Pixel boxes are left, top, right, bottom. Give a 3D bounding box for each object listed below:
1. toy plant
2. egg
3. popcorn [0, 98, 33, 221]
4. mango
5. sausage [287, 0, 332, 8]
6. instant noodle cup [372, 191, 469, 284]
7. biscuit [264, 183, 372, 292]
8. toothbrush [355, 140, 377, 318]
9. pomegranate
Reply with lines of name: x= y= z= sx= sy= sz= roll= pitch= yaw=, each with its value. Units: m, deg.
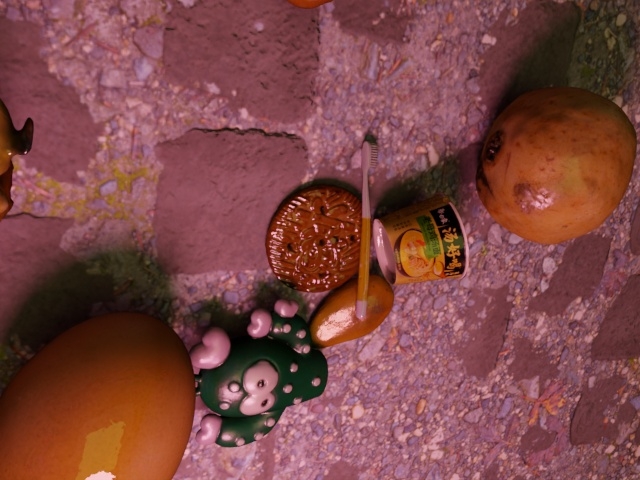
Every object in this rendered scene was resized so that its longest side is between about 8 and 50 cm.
toy plant: x=-0.105 y=0.218 z=0.939 sx=0.243 sy=0.112 sz=0.233 roll=-23 pitch=118 yaw=-20
egg: x=-0.301 y=0.247 z=0.784 sx=0.250 sy=0.250 sz=0.323 roll=32 pitch=86 yaw=-30
popcorn: x=-0.426 y=-0.084 z=0.588 sx=0.280 sy=0.316 sz=0.298 roll=-7 pitch=86 yaw=0
mango: x=0.054 y=0.124 z=1.005 sx=0.187 sy=0.066 sz=0.101 roll=-34 pitch=119 yaw=1
sausage: x=-0.023 y=-0.435 z=0.730 sx=0.108 sy=0.109 sz=0.271 roll=-17 pitch=117 yaw=-17
instant noodle cup: x=0.161 y=0.007 z=0.962 sx=0.122 sy=0.151 sz=0.152 roll=-16 pitch=115 yaw=-10
biscuit: x=0.000 y=0.001 z=0.951 sx=0.187 sy=0.027 sz=0.188 roll=-9 pitch=113 yaw=-21
toothbrush: x=0.075 y=-0.015 z=0.946 sx=0.024 sy=0.021 sz=0.289 roll=-2 pitch=97 yaw=-35
pomegranate: x=0.382 y=-0.123 z=0.953 sx=0.260 sy=0.260 sz=0.261 roll=-8 pitch=113 yaw=-21
